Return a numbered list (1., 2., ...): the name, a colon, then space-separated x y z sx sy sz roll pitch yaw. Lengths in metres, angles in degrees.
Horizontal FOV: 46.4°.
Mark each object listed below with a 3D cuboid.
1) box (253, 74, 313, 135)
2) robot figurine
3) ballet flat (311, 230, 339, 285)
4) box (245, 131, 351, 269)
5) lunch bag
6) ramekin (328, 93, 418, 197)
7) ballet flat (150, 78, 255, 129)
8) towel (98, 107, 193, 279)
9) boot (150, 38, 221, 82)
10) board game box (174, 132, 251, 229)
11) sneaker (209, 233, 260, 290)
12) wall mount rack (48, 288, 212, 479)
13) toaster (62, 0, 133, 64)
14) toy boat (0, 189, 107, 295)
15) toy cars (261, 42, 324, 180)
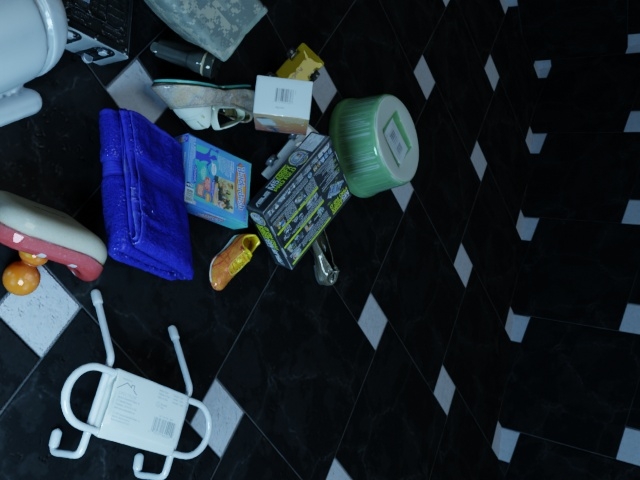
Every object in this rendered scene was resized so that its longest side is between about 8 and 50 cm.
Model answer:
1. box: -0.088 -0.315 1.756 0.170 0.130 0.090 117 -22 -85
2. robot figurine: -0.536 -0.318 1.145 0.353 0.200 0.299 -48 131 -46
3. ballet flat: 0.000 0.000 1.982 0.084 0.058 0.249 -24 102 -55
4. box: -0.046 -0.097 1.820 0.270 0.060 0.216 -52 143 -23
5. lunch bag: -0.283 -0.521 1.512 0.169 0.287 0.235 -51 136 -3
6. ramekin: 0.167 -0.286 2.207 0.303 0.148 0.303 17 69 -53
7. ballet flat: -0.246 -0.299 1.659 0.316 0.108 0.106 -12 103 -55
8. towel: -0.325 -0.090 1.442 0.228 0.076 0.308 29 46 -57
9. boot: -0.289 -0.408 1.649 0.198 0.137 0.076 -110 -143 -83
10. board game box: -0.242 -0.127 1.669 0.210 0.047 0.160 23 64 -51
11. sneaker: -0.195 0.042 1.684 0.064 0.068 0.175 59 42 -32
12. wall mount rack: -0.346 0.266 1.375 0.350 0.131 0.304 37 57 -46
13. toaster: -0.444 -0.438 1.391 0.168 0.110 0.185 19 68 -53
14. toy boat: -0.476 0.023 1.247 0.231 0.151 0.151 27 92 -49
15. toy cars: -0.079 -0.307 1.907 0.177 0.087 0.393 0 83 -22
